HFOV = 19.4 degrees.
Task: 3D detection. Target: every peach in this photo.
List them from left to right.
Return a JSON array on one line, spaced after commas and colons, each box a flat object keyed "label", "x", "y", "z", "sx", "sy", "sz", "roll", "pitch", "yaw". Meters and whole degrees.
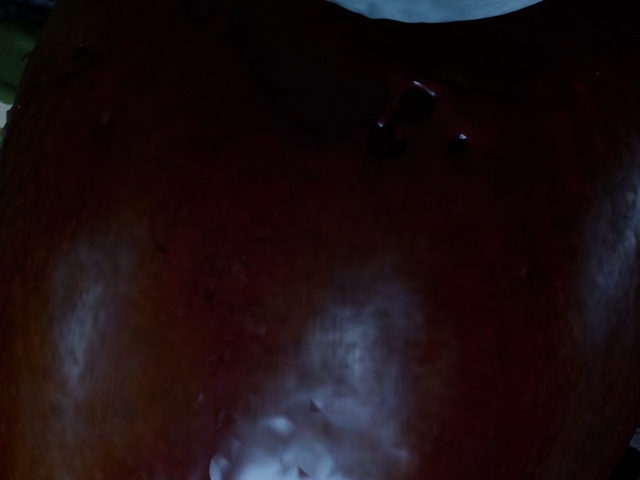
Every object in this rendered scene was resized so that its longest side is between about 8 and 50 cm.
[{"label": "peach", "x": 0.000, "y": 0.000, "z": 0.875, "sx": 0.339, "sy": 0.416, "sz": 0.353, "roll": 6, "pitch": 160, "yaw": 20}]

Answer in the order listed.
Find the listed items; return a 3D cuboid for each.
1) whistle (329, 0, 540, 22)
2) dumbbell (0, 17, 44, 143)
[{"label": "whistle", "x": -0.021, "y": -0.234, "z": 0.677, "sx": 0.405, "sy": 0.188, "sz": 0.168, "roll": 36, "pitch": 172, "yaw": 20}, {"label": "dumbbell", "x": -0.213, "y": 0.014, "z": 1.109, "sx": 0.121, "sy": 0.302, "sz": 0.108, "roll": 23, "pitch": 160, "yaw": -10}]
